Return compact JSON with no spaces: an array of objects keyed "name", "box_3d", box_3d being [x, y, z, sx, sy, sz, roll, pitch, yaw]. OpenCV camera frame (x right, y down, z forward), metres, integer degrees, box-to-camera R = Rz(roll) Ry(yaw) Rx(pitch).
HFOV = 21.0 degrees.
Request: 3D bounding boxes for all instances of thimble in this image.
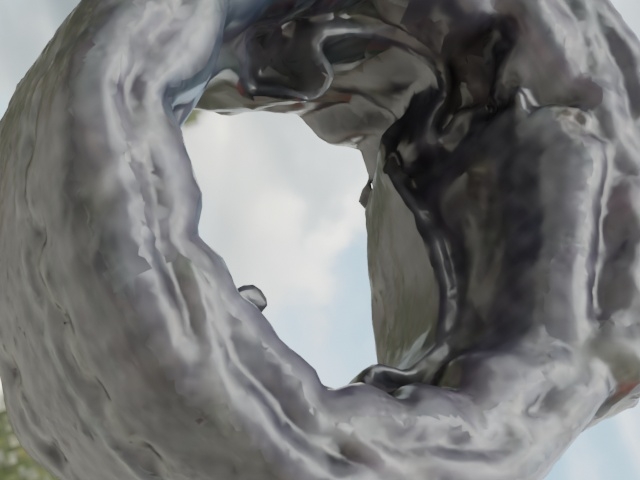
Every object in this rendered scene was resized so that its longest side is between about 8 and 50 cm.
[{"name":"thimble","box_3d":[-0.001,-0.002,0.385,0.098,0.150,0.150,-39,-111,58]}]
